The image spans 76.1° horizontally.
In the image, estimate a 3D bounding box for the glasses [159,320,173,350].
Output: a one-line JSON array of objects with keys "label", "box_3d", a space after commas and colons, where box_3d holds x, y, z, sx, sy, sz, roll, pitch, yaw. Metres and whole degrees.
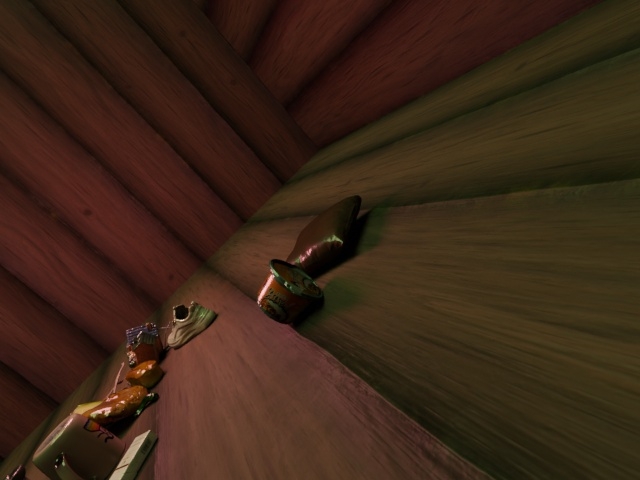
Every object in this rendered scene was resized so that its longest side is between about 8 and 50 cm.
[{"label": "glasses", "box_3d": [-0.731, 0.451, 1.987, 0.140, 0.104, 0.062, -41, 14, -5]}]

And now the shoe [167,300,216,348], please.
[{"label": "shoe", "box_3d": [-0.624, 0.368, 1.854, 0.316, 0.159, 0.124, -33, 19, 23]}]

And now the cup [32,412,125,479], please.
[{"label": "cup", "box_3d": [-0.765, 0.682, 1.283, 0.191, 0.200, 0.252, -46, 17, -14]}]

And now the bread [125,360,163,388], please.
[{"label": "bread", "box_3d": [-0.755, 0.573, 1.753, 0.245, 0.094, 0.102, -25, 18, 48]}]

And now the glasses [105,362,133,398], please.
[{"label": "glasses", "box_3d": [-0.891, 0.646, 1.894, 0.162, 0.095, 0.256, -20, 28, 32]}]

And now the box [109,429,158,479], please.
[{"label": "box", "box_3d": [-0.536, 0.628, 1.165, 0.083, 0.040, 0.154, -32, 20, 26]}]

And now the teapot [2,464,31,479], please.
[{"label": "teapot", "box_3d": [-0.763, 0.698, 1.074, 0.223, 0.285, 0.305, -42, 16, 2]}]

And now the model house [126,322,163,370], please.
[{"label": "model house", "box_3d": [-0.845, 0.491, 1.946, 0.166, 0.172, 0.183, -10, 19, -20]}]

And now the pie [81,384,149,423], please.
[{"label": "pie", "box_3d": [-0.802, 0.642, 1.582, 0.273, 0.069, 0.273, -17, 2, 1]}]

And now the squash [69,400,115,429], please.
[{"label": "squash", "box_3d": [-0.903, 0.704, 1.658, 0.155, 0.203, 0.237, -64, 16, 8]}]

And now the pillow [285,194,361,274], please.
[{"label": "pillow", "box_3d": [0.000, 0.000, 1.385, 0.305, 0.108, 0.308, -35, 18, 31]}]

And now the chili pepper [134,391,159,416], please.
[{"label": "chili pepper", "box_3d": [-0.651, 0.601, 1.524, 0.118, 0.035, 0.055, -43, 17, 3]}]

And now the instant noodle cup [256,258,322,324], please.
[{"label": "instant noodle cup", "box_3d": [-0.100, 0.153, 1.152, 0.126, 0.177, 0.208, -54, -6, 10]}]
